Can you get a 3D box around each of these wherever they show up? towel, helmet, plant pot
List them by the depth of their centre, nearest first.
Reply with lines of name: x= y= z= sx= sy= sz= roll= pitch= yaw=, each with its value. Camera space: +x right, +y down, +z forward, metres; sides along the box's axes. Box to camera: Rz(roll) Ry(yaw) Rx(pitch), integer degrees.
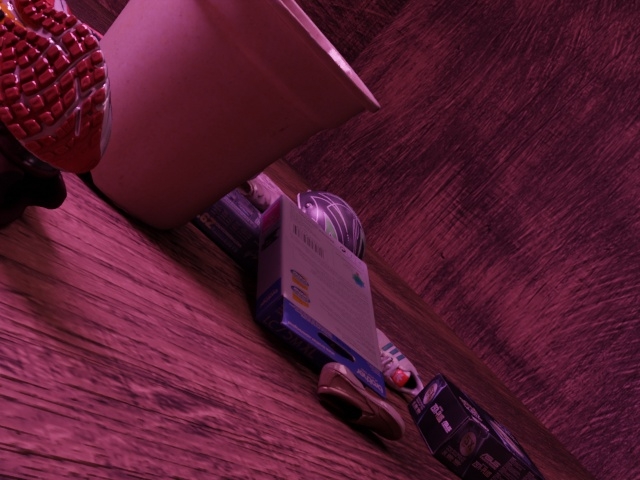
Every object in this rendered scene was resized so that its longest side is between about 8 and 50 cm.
plant pot: x=-0.148 y=-0.189 z=1.001 sx=0.334 sy=0.305 sz=0.334 roll=47 pitch=11 yaw=-12
helmet: x=0.000 y=0.000 z=1.441 sx=0.169 sy=0.161 sz=0.169 roll=42 pitch=6 yaw=-5
towel: x=-0.172 y=-0.152 z=1.932 sx=0.317 sy=0.053 sz=0.332 roll=46 pitch=8 yaw=28

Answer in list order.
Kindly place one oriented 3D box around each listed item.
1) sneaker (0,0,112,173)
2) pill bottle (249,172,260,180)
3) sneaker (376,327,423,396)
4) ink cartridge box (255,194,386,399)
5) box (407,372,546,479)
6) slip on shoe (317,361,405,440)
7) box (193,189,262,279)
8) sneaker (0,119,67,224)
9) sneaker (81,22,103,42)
sneaker: x=-0.207 y=-0.137 z=0.639 sx=0.225 sy=0.088 sz=0.093 roll=63 pitch=-1 yaw=33
pill bottle: x=-0.119 y=-0.185 z=1.416 sx=0.117 sy=0.215 sz=0.117 roll=26 pitch=-35 yaw=20
sneaker: x=0.108 y=0.193 z=1.283 sx=0.161 sy=0.057 sz=0.075 roll=42 pitch=0 yaw=-30
ink cartridge box: x=-0.004 y=0.080 z=1.110 sx=0.185 sy=0.065 sz=0.311 roll=40 pitch=20 yaw=-23
box: x=0.233 y=0.305 z=1.215 sx=0.180 sy=0.077 sz=0.147 roll=41 pitch=7 yaw=-16
slip on shoe: x=0.046 y=0.199 z=0.949 sx=0.135 sy=0.051 sz=0.041 roll=49 pitch=43 yaw=-24
box: x=-0.150 y=-0.043 z=1.271 sx=0.232 sy=0.059 sz=0.183 roll=43 pitch=6 yaw=-6
sneaker: x=-0.288 y=-0.104 z=0.606 sx=0.162 sy=0.106 sz=0.281 roll=50 pitch=9 yaw=33
sneaker: x=-0.304 y=-0.256 z=1.312 sx=0.313 sy=0.116 sz=0.136 roll=28 pitch=-7 yaw=11
